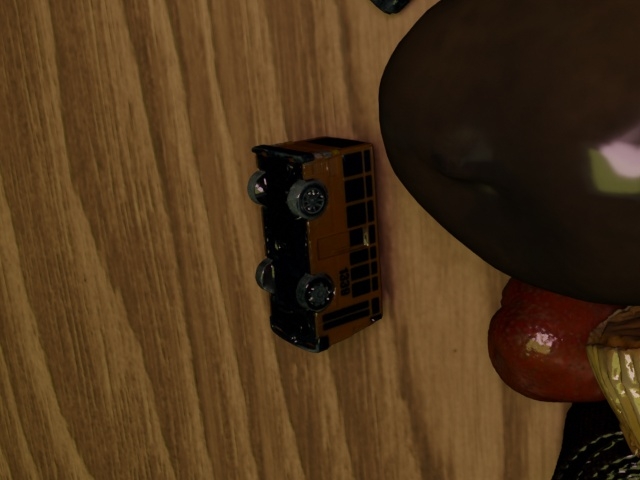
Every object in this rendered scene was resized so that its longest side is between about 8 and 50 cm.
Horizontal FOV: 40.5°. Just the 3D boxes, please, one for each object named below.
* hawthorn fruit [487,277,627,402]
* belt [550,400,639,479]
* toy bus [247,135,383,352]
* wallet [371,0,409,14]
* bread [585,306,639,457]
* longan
[{"bbox_3d":[0.225,0.086,0.794,0.138,0.133,0.133,21,114,18],"label":"hawthorn fruit"},{"bbox_3d":[0.323,0.278,0.785,0.184,0.164,0.289,-30,95,25],"label":"belt"},{"bbox_3d":[0.000,0.000,0.879,0.098,0.114,0.201,17,117,52],"label":"toy bus"},{"bbox_3d":[0.117,-0.390,0.736,0.191,0.046,0.379,47,119,4],"label":"wallet"},{"bbox_3d":[0.335,0.086,0.636,0.250,0.179,0.133,-24,94,15],"label":"bread"},{"bbox_3d":[0.211,-0.085,0.660,0.350,0.288,0.289,14,112,30],"label":"longan"}]
